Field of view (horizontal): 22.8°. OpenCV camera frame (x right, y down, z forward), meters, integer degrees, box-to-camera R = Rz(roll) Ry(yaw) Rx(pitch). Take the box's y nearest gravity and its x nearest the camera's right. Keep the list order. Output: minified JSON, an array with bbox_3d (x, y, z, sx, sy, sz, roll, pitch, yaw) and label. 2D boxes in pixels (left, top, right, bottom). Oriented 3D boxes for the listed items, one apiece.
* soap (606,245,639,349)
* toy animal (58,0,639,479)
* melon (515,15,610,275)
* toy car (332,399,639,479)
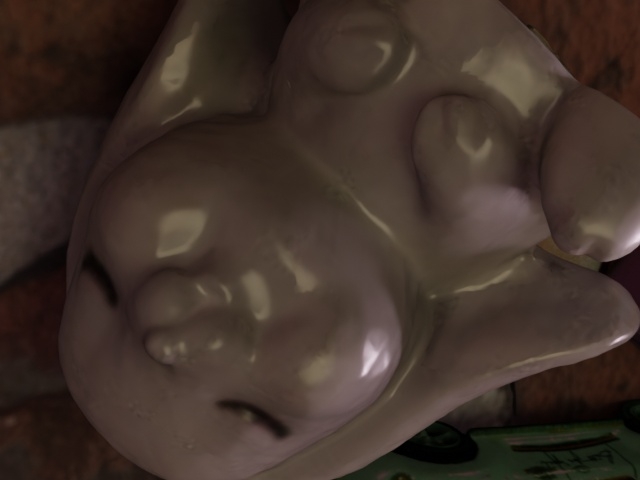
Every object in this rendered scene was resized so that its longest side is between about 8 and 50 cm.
[{"bbox_3d":[0.305,-0.007,0.972,0.181,0.081,0.259,39,88,-34],"label":"soap"},{"bbox_3d":[0.000,0.000,0.731,0.271,0.206,0.265,41,95,7],"label":"toy animal"},{"bbox_3d":[0.117,-0.039,0.877,0.098,0.054,0.182,-47,123,2],"label":"melon"},{"bbox_3d":[0.141,0.182,0.930,0.305,0.125,0.136,1,107,-28],"label":"toy car"}]
